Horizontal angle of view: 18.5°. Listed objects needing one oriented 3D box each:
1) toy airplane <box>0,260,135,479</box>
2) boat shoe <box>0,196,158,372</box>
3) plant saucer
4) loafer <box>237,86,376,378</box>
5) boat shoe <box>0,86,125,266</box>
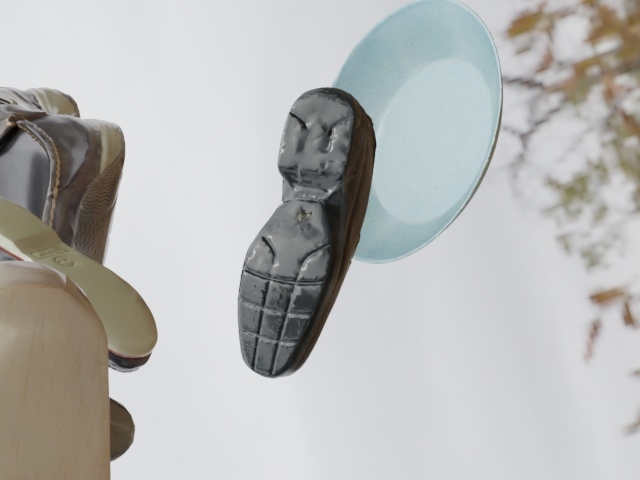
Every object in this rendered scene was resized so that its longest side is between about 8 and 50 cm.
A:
[{"bbox_3d":[-0.173,0.233,0.954,0.272,0.386,0.384,32,169,40],"label":"toy airplane"},{"bbox_3d":[-0.134,0.029,0.985,0.137,0.043,0.049,36,-152,28],"label":"boat shoe"},{"bbox_3d":[0.069,-0.074,1.383,0.037,0.195,0.195,18,-133,-37],"label":"plant saucer"},{"bbox_3d":[0.000,0.000,1.138,0.061,0.062,0.170,25,-98,-60],"label":"loafer"},{"bbox_3d":[-0.232,-0.041,1.445,0.355,0.130,0.132,-150,69,-70],"label":"boat shoe"}]
